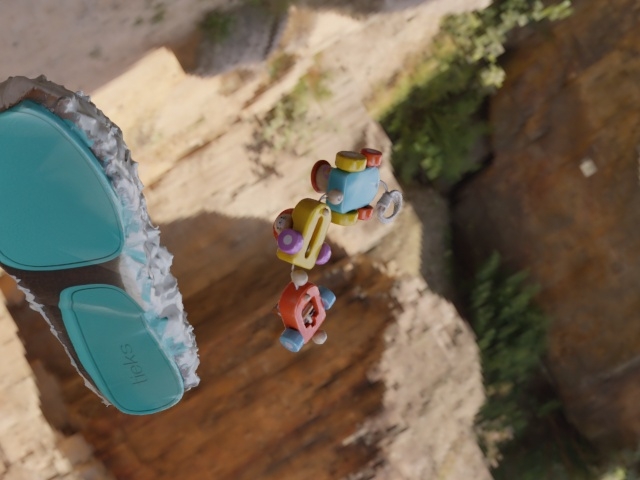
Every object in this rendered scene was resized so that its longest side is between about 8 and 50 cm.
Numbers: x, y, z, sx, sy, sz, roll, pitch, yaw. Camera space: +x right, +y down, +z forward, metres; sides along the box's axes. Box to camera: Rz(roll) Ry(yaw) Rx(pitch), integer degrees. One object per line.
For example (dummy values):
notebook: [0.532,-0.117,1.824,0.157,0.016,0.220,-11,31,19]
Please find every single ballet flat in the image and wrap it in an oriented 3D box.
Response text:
ballet flat: [-0.201,-0.007,1.070,0.147,0.147,0.409,-29,140,-15]

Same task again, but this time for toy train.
toy train: [0.000,0.000,1.017,0.166,0.046,0.125,-55,148,-24]
